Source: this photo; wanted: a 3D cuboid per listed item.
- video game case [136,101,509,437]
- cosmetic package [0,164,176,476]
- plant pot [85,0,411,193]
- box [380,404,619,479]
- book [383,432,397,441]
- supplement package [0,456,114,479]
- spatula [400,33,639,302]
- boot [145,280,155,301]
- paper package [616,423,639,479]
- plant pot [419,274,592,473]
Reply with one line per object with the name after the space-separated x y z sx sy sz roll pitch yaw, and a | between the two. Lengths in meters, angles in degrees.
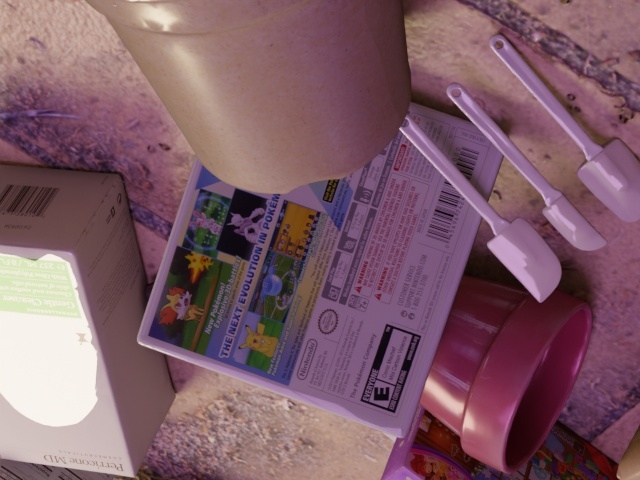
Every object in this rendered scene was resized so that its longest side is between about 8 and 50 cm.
0.000 0.000 1.632 0.300 0.036 0.329 19 96 7 | video game case
-0.313 0.098 1.905 0.197 0.155 0.365 4 129 17 | cosmetic package
-0.054 -0.221 1.431 0.334 0.333 0.305 4 142 21 | plant pot
0.220 0.275 1.797 0.293 0.201 0.057 36 134 -10 | box
0.142 0.227 1.910 0.144 0.035 0.096 38 129 -9 | book
-0.387 0.334 2.108 0.149 0.203 0.194 38 134 -11 | supplement package
0.203 -0.077 1.573 0.168 0.019 0.242 -40 100 12 | spatula
-0.157 0.088 1.906 0.087 0.042 0.118 -4 128 23 | boot
0.520 0.227 1.599 0.309 0.168 0.325 35 150 -9 | paper package
0.168 0.121 1.705 0.180 0.201 0.201 26 137 23 | plant pot
